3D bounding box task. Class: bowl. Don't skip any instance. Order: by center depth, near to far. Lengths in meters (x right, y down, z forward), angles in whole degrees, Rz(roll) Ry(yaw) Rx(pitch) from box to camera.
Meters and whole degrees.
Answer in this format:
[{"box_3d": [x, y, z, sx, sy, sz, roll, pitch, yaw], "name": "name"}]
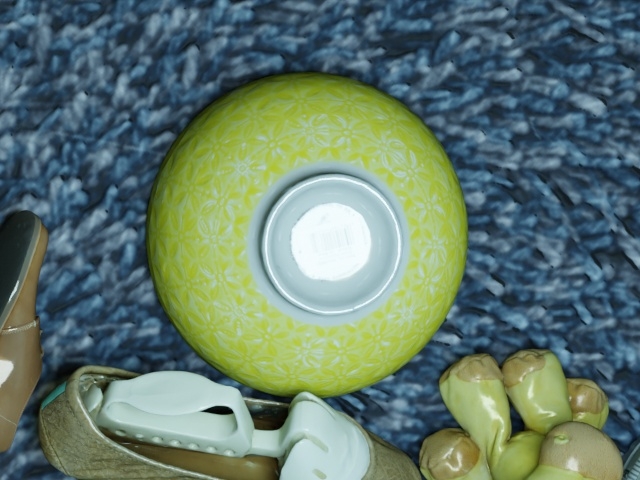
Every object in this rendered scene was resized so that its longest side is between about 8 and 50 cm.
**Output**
[{"box_3d": [0.000, 0.000, 1.441, 0.289, 0.156, 0.289, -1, 93, -9], "name": "bowl"}]

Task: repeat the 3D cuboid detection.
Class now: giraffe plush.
[{"box_3d": [0.193, 0.206, 1.465, 0.181, 0.170, 0.210, -2, 95, -15], "name": "giraffe plush"}]

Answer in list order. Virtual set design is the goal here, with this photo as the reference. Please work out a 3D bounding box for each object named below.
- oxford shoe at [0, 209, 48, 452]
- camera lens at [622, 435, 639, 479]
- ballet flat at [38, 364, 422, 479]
[{"box_3d": [-0.267, 0.080, 1.460, 0.076, 0.076, 0.212, 18, 88, -39], "name": "oxford shoe"}, {"box_3d": [0.379, 0.258, 1.451, 0.219, 0.274, 0.219, 0, 93, -8], "name": "camera lens"}, {"box_3d": [-0.067, 0.167, 1.449, 0.342, 0.124, 0.116, 14, 51, -6], "name": "ballet flat"}]
